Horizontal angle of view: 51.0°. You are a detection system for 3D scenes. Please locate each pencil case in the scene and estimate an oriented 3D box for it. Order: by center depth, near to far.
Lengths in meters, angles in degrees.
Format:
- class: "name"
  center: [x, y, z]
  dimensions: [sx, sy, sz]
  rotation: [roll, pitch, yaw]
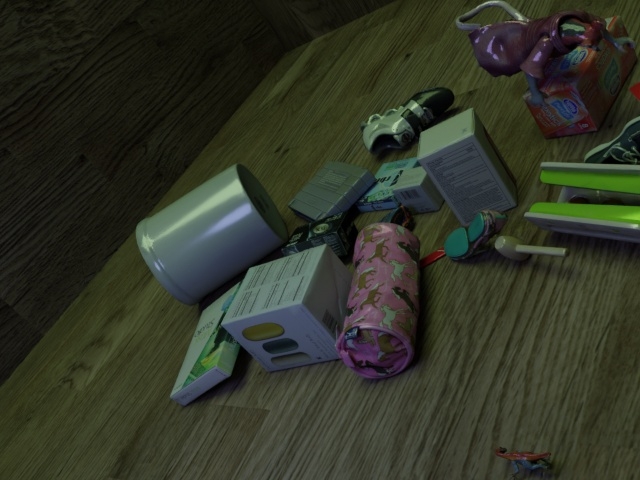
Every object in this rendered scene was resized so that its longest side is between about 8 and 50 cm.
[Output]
- class: "pencil case"
  center: [0.138, 0.122, 1.521]
  dimensions: [0.386, 0.167, 0.160]
  rotation: [-74, 11, -50]

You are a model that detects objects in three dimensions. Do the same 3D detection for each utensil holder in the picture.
- class: "utensil holder"
  center: [-0.344, -0.024, 2.183]
  dimensions: [0.385, 0.328, 0.328]
  rotation: [-32, 27, 10]

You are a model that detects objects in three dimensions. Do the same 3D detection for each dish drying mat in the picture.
- class: "dish drying mat"
  center: [0.272, 0.042, 1.637]
  dimensions: [0.083, 0.008, 0.032]
  rotation: [-31, 28, 15]

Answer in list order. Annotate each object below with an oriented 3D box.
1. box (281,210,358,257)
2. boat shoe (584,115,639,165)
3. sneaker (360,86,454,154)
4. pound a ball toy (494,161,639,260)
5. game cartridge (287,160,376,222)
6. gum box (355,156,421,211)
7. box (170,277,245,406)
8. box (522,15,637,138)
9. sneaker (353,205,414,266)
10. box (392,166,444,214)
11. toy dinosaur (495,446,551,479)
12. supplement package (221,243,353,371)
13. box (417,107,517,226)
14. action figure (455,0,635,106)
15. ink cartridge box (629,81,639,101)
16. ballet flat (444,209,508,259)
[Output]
- class: "box"
  center: [0.000, 0.000, 1.921]
  dimensions: [0.180, 0.078, 0.147]
  rotation: [-18, 20, 25]
- class: "boat shoe"
  center: [0.629, -0.179, 1.371]
  dimensions: [0.254, 0.095, 0.079]
  rotation: [-38, 33, 61]
- class: "sneaker"
  center: [0.291, -0.373, 2.177]
  dimensions: [0.330, 0.122, 0.146]
  rotation: [-25, 47, 24]
- class: "pound a ball toy"
  center: [0.529, -0.035, 1.332]
  dimensions: [0.319, 0.135, 0.208]
  rotation: [12, 81, 57]
- class: "game cartridge"
  center: [0.032, -0.153, 2.159]
  dimensions: [0.230, 0.068, 0.355]
  rotation: [-42, 21, -6]
- class: "gum box"
  center: [0.210, -0.168, 2.011]
  dimensions: [0.157, 0.041, 0.184]
  rotation: [-5, 41, 50]
- class: "box"
  center: [-0.290, 0.277, 1.860]
  dimensions: [0.232, 0.058, 0.322]
  rotation: [-38, 26, 36]
- class: "box"
  center: [0.665, -0.415, 1.705]
  dimensions: [0.154, 0.142, 0.300]
  rotation: [-2, 45, 51]
- class: "sneaker"
  center: [0.161, 0.002, 1.783]
  dimensions: [0.221, 0.083, 0.087]
  rotation: [-45, 13, -24]
- class: "box"
  center: [0.272, -0.137, 1.815]
  dimensions: [0.101, 0.102, 0.087]
  rotation: [-9, 41, 47]
- class: "toy dinosaur"
  center: [0.317, 0.337, 1.053]
  dimensions: [0.082, 0.090, 0.047]
  rotation: [17, 37, 23]
- class: "supplement package"
  center: [-0.058, 0.171, 1.640]
  dimensions: [0.262, 0.199, 0.198]
  rotation: [-18, 34, 36]
- class: "box"
  center: [0.356, -0.173, 1.616]
  dimensions: [0.148, 0.232, 0.127]
  rotation: [-23, 31, 28]
- class: "action figure"
  center: [0.528, -0.480, 1.546]
  dimensions: [0.248, 0.276, 0.370]
  rotation: [-36, 13, -7]
- class: "ink cartridge box"
  center: [0.818, -0.342, 1.465]
  dimensions: [0.231, 0.078, 0.134]
  rotation: [-29, 27, 20]
- class: "ballet flat"
  center: [0.355, -0.009, 1.508]
  dimensions: [0.221, 0.079, 0.077]
  rotation: [122, 146, -65]
